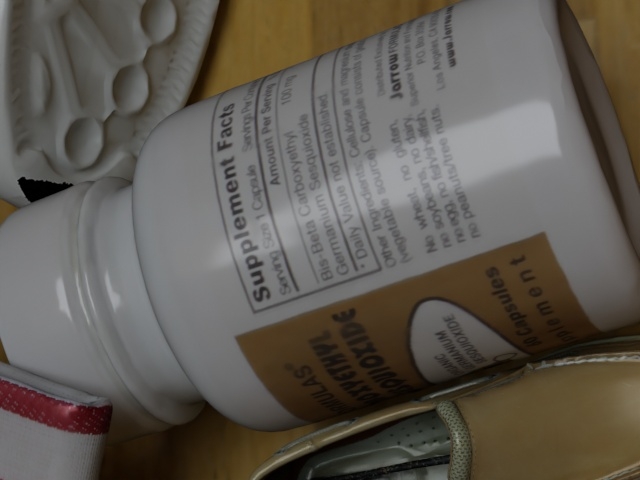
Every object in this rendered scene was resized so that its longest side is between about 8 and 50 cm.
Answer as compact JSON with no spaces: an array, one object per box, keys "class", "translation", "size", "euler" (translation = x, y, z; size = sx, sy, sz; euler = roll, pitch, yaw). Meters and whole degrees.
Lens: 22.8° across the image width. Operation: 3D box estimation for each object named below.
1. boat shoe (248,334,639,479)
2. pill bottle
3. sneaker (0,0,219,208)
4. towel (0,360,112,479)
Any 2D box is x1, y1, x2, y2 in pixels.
[{"class":"boat shoe","translation":[0.063,0.078,0.584],"size":[0.190,0.072,0.068],"euler":[-21,70,16]},{"class":"pill bottle","translation":[0.000,0.000,0.598],"size":[0.229,0.131,0.131],"euler":[-19,70,17]},{"class":"sneaker","translation":[-0.167,-0.175,0.734],"size":[0.236,0.130,0.322],"euler":[4,88,39]},{"class":"towel","translation":[-0.205,0.187,0.626],"size":[0.237,0.037,0.328],"euler":[15,102,24]}]
